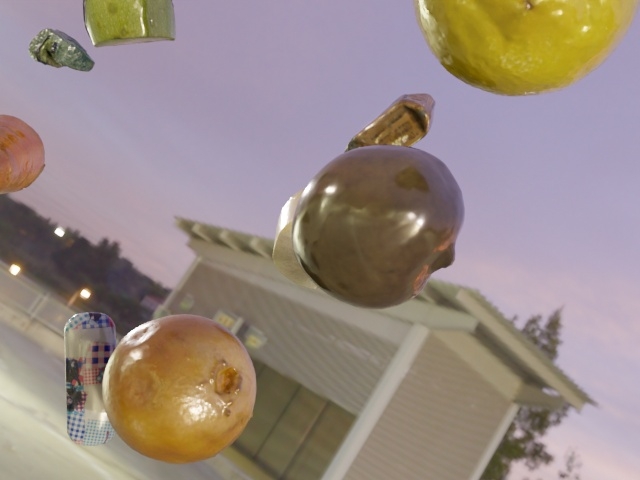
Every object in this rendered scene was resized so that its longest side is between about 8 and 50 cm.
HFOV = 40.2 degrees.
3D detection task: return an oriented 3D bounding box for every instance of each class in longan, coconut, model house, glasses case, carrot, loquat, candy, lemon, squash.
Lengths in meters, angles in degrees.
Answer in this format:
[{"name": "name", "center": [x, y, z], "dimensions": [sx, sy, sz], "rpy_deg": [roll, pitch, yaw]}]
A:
[{"name": "longan", "center": [0.100, -0.029, 1.480], "dimensions": [0.297, 0.297, 0.297], "rpy_deg": [32, -12, 7]}, {"name": "coconut", "center": [0.000, 0.000, 2.227], "dimensions": [0.239, 0.239, 0.244], "rpy_deg": [37, 23, -19]}, {"name": "model house", "center": [-0.435, -0.313, 1.475], "dimensions": [0.083, 0.066, 0.079], "rpy_deg": [35, 8, 34]}, {"name": "glasses case", "center": [-0.566, 0.341, 2.162], "dimensions": [0.125, 0.327, 0.076], "rpy_deg": [-2, -2, -15]}, {"name": "carrot", "center": [-0.625, -0.143, 1.667], "dimensions": [0.159, 0.159, 0.225], "rpy_deg": [36, 12, -15]}, {"name": "loquat", "center": [-0.299, 0.315, 1.863], "dimensions": [0.328, 0.328, 0.328], "rpy_deg": [32, -12, 7]}, {"name": "candy", "center": [0.139, -0.231, 1.971], "dimensions": [0.101, 0.271, 0.143], "rpy_deg": [53, 21, -11]}, {"name": "lemon", "center": [0.292, -0.372, 1.264], "dimensions": [0.348, 0.348, 0.348], "rpy_deg": [32, -12, 7]}, {"name": "squash", "center": [-0.399, -0.466, 1.808], "dimensions": [0.184, 0.192, 0.085], "rpy_deg": [87, -8, -45]}]
